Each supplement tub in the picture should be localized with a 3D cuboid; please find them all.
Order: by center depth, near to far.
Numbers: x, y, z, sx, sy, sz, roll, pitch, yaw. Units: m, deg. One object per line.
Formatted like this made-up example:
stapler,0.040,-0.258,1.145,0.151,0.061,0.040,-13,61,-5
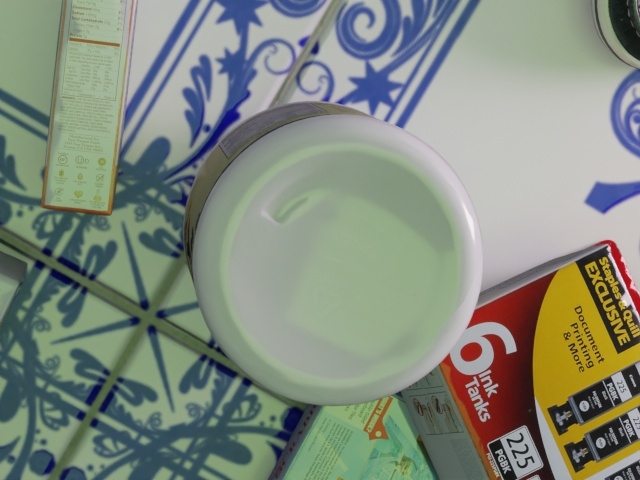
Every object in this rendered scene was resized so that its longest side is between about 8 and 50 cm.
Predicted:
supplement tub,0.000,0.000,1.549,0.235,0.325,0.235,-1,97,-6

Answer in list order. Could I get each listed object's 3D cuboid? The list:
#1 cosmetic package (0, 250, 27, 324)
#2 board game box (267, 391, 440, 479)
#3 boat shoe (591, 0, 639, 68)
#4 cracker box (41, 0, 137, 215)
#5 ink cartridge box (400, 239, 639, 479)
cosmetic package,-0.415,0.080,1.610,0.225,0.138,0.224,26,94,-10
board game box,0.080,0.324,1.729,0.318,0.066,0.318,28,93,-10
boat shoe,0.498,-0.273,1.658,0.500,0.156,0.187,-13,100,-3
cracker box,-0.204,-0.147,1.594,0.067,0.156,0.232,7,96,-7
ink cartridge box,0.248,0.174,1.648,0.272,0.130,0.309,-25,91,-19
